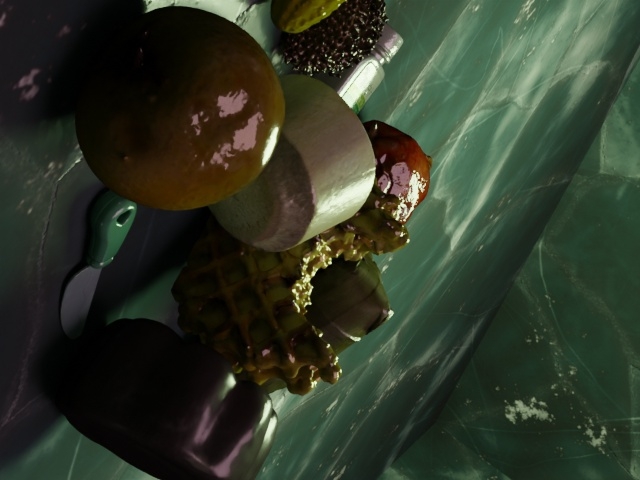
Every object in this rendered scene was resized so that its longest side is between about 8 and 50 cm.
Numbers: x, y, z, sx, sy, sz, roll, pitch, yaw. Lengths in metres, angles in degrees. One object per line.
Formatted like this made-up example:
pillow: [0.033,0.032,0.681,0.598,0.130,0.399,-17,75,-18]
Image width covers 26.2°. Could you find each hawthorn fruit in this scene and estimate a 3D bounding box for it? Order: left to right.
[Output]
hawthorn fruit: [0.081,-0.103,2.131,0.179,0.173,0.173,30,96,-47]

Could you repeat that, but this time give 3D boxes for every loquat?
loquat: [-0.146,-0.134,1.378,0.213,0.213,0.213,-48,162,-21]

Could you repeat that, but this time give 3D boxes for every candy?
candy: [0.011,-0.324,1.594,0.199,0.094,0.106,-53,170,18]

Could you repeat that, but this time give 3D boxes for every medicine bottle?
medicine bottle: [0.035,-0.221,1.897,0.183,0.069,0.119,-55,161,-4]

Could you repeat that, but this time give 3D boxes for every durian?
durian: [0.036,-0.278,1.746,0.188,0.091,0.148,-62,162,18]

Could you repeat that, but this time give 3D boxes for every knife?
knife: [-0.275,0.041,1.634,0.063,0.034,0.260,-30,154,-46]

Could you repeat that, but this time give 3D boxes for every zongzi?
zongzi: [-0.047,0.089,2.186,0.323,0.160,0.360,-29,-159,12]

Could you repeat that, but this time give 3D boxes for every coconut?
coconut: [-0.036,-0.101,1.708,0.222,0.202,0.202,-32,153,-41]

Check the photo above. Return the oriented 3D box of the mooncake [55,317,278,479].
mooncake: [-0.192,0.222,1.782,0.154,0.306,0.306,-59,165,-16]

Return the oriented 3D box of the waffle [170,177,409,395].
waffle: [-0.038,0.037,1.841,0.324,0.261,0.151,-61,166,-24]

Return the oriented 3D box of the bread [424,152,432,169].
bread: [0.120,-0.101,2.357,0.160,0.073,0.160,-45,162,-19]
